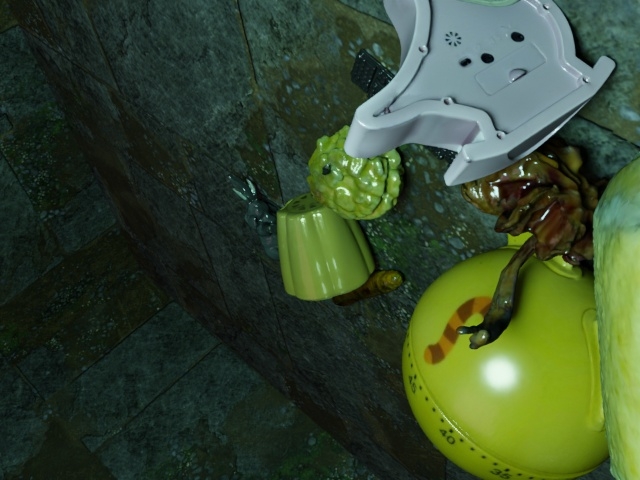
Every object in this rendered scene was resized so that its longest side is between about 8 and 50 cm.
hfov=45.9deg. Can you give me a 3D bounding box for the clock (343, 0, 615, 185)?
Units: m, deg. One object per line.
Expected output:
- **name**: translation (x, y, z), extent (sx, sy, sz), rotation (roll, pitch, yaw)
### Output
- **clock**: translation (0.133, -0.196, 0.842), extent (0.275, 0.290, 0.080), rotation (50, 159, 10)

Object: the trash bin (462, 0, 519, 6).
- **trash bin**: translation (0.182, -0.322, 0.602), extent (0.219, 0.250, 0.219), rotation (32, 153, 48)

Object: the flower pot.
- **flower pot**: translation (0.000, 0.000, 1.544), extent (0.195, 0.195, 0.179), rotation (17, 128, 52)

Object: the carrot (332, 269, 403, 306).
- **carrot**: translation (0.098, 0.103, 1.658), extent (0.066, 0.066, 0.314), rotation (52, 157, -7)

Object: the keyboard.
- **keyboard**: translation (0.134, -0.203, 1.167), extent (0.231, 0.023, 0.072), rotation (43, 154, 13)

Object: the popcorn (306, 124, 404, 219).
- **popcorn**: translation (0.058, -0.113, 1.286), extent (0.173, 0.142, 0.173), rotation (38, 157, 19)

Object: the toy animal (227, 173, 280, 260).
- **toy animal**: translation (-0.121, -0.046, 1.794), extent (0.137, 0.082, 0.269), rotation (6, 133, 57)

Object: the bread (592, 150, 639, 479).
- **bread**: translation (0.356, 0.006, 0.592), extent (0.263, 0.395, 0.239), rotation (62, -176, -1)

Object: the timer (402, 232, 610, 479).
- **timer**: translation (0.304, 0.151, 1.055), extent (0.376, 0.376, 0.386), rotation (42, 132, 17)

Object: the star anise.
- **star anise**: translation (0.241, -0.020, 0.902), extent (0.237, 0.346, 0.148), rotation (28, 151, -9)
